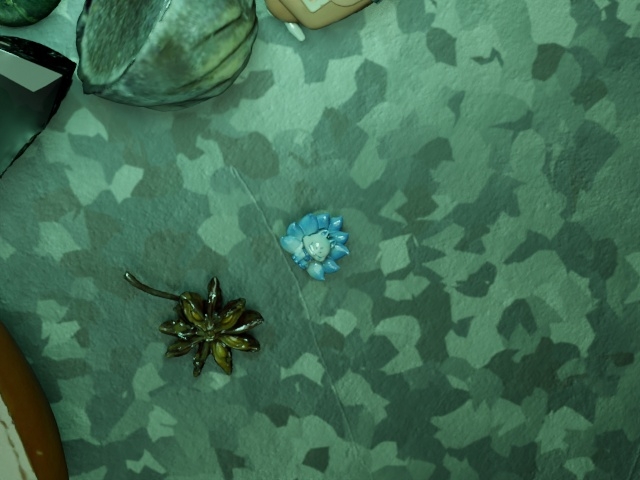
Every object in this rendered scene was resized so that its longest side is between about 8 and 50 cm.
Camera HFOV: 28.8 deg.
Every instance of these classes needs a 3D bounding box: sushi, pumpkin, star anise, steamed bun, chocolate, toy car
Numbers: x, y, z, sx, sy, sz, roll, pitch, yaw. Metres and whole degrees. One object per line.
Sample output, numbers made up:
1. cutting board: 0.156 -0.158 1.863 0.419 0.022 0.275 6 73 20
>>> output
1. sushi: -0.491 -0.202 1.839 0.215 0.212 0.227 23 110 -3
2. pumpkin: -0.453 -0.399 1.839 0.167 0.125 0.167 -1 110 -4
3. star anise: -0.191 0.117 2.012 0.177 0.073 0.234 -20 121 7
4. steamed bun: -0.543 0.277 1.926 0.235 0.248 0.379 -25 93 -3
5. chocolate: -0.202 -0.319 1.830 0.213 0.303 0.303 23 100 -34
6. toy car: -0.023 -0.442 1.860 0.212 0.180 0.270 -34 105 12

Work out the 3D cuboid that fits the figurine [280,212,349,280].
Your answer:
1. figurine: 0.000 0.000 2.008 0.114 0.079 0.114 0 99 -1
